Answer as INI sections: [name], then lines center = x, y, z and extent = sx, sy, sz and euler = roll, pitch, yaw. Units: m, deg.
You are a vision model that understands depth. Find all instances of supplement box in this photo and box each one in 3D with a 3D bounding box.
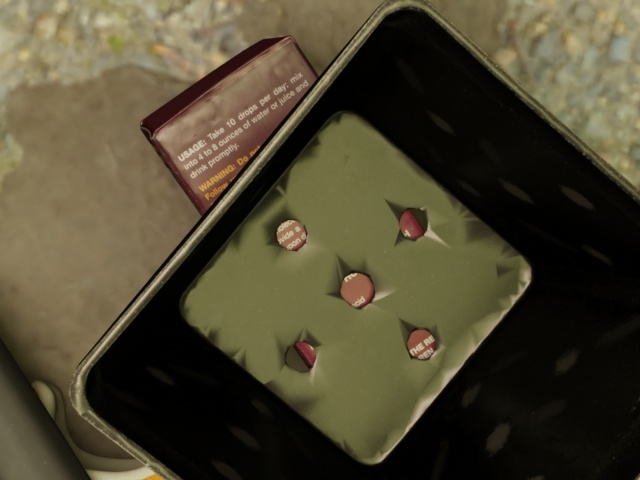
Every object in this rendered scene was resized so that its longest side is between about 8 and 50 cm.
[supplement box]
center = 0.000, 0.000, 0.798
extent = 0.081, 0.104, 0.188
euler = -35, 100, -3

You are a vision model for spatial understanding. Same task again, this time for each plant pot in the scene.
[plant pot]
center = 0.026, 0.031, 0.667
extent = 0.188, 0.167, 0.187
euler = 40, 89, -11

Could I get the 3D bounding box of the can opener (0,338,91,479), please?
[can opener]
center = -0.128, 0.125, 0.708
extent = 0.074, 0.093, 0.280
euler = -38, 64, 5

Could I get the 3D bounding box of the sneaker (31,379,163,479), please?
[sneaker]
center = -0.024, 0.166, 0.784
extent = 0.321, 0.126, 0.127
euler = 21, 83, 2
